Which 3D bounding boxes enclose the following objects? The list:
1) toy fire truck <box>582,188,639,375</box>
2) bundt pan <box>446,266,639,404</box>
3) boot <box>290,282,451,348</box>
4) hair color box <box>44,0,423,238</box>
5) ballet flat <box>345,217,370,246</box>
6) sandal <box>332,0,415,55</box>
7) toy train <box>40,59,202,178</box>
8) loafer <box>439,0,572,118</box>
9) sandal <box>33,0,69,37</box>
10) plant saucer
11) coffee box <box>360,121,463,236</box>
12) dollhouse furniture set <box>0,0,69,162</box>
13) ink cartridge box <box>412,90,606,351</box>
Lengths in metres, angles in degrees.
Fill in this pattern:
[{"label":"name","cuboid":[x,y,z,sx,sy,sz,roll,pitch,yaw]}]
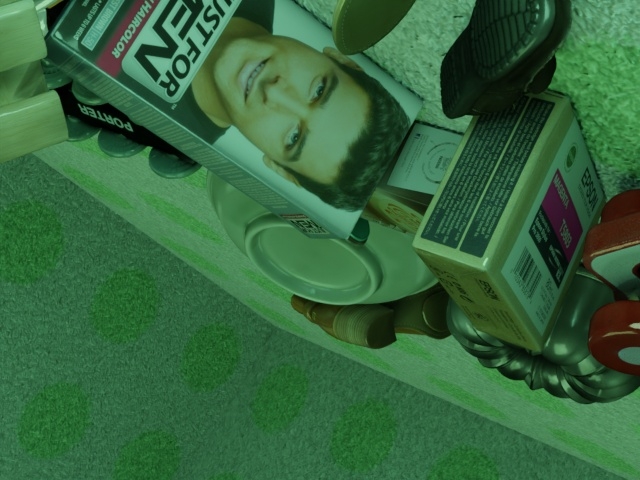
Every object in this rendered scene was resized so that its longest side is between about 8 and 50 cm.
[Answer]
[{"label":"toy fire truck","cuboid":[0.413,0.051,0.987,0.302,0.169,0.253,35,143,-28]},{"label":"bundt pan","cuboid":[0.327,0.137,1.499,0.330,0.124,0.331,24,164,8]},{"label":"boot","cuboid":[0.109,0.112,1.811,0.220,0.283,0.109,19,121,50]},{"label":"hair color box","cuboid":[-0.091,-0.175,1.111,0.374,0.185,0.113,34,167,-21]},{"label":"ballet flat","cuboid":[-0.009,-0.080,1.386,0.068,0.072,0.213,-28,95,44]},{"label":"sandal","cuboid":[0.035,-0.248,0.834,0.079,0.088,0.240,59,168,15]},{"label":"toy train","cuboid":[-0.230,-0.206,1.321,0.333,0.190,0.142,21,149,28]},{"label":"loafer","cuboid":[0.164,-0.162,0.862,0.078,0.080,0.220,-2,172,-11]},{"label":"sandal","cuboid":[-0.313,-0.278,1.242,0.265,0.102,0.076,-14,123,40]},{"label":"plant saucer","cuboid":[0.000,0.000,1.552,0.400,0.101,0.400,16,149,10]},{"label":"coffee box","cuboid":[0.131,-0.067,1.250,0.246,0.098,0.141,21,166,38]},{"label":"dollhouse furniture set","cuboid":[-0.433,-0.291,0.924,0.394,0.256,0.362,98,148,-60]},{"label":"ink cartridge box","cuboid":[0.201,-0.018,1.045,0.088,0.193,0.235,20,166,32]}]
